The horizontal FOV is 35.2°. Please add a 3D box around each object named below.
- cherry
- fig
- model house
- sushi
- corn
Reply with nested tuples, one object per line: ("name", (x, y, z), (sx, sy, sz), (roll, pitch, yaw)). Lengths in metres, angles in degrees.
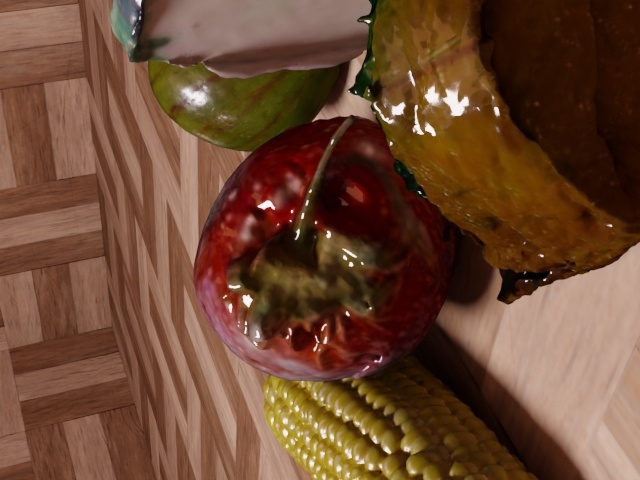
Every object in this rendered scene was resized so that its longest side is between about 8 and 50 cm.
("cherry", (0.000, 0.000, 0.738), (0.249, 0.175, 0.192), (-134, 60, -73))
("fig", (-0.028, -0.171, 0.847), (0.259, 0.151, 0.151), (-26, 74, 40))
("model house", (-0.044, -0.268, 0.625), (0.237, 0.202, 0.237), (117, 137, -55))
("sushi", (0.080, -0.099, 0.466), (0.140, 0.149, 0.287), (-155, 50, -73))
("corn", (0.051, 0.153, 0.755), (0.347, 0.130, 0.130), (-143, 44, -60))
